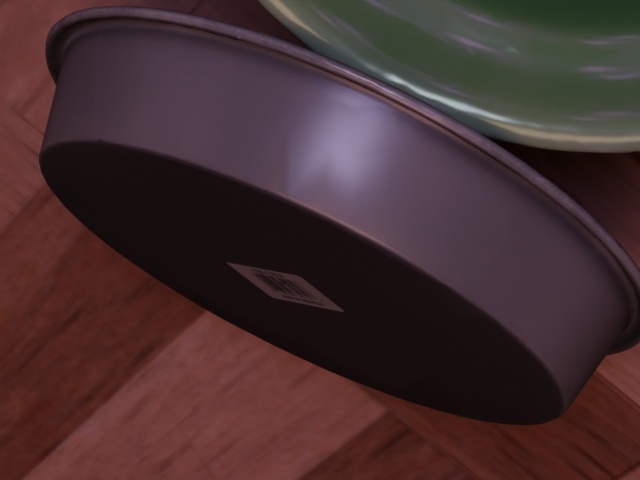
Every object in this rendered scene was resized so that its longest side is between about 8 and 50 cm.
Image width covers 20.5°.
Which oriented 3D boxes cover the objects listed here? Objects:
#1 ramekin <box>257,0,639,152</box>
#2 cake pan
[{"bbox_3d":[0.099,-0.195,0.624,0.303,0.148,0.303,11,130,13],"label":"ramekin"},{"bbox_3d":[0.000,0.000,0.778,0.293,0.054,0.293,24,165,7],"label":"cake pan"}]
